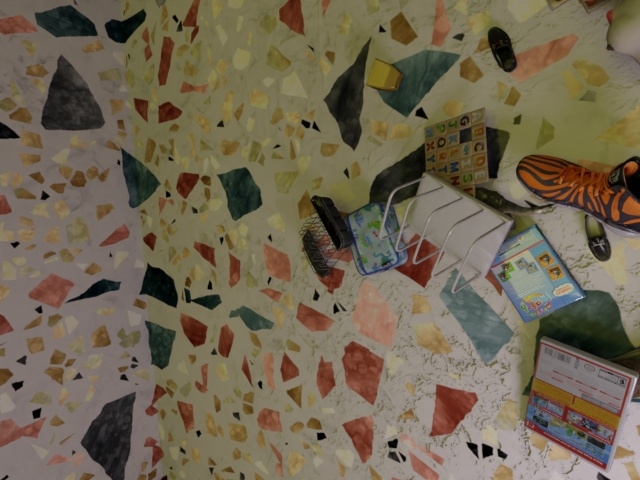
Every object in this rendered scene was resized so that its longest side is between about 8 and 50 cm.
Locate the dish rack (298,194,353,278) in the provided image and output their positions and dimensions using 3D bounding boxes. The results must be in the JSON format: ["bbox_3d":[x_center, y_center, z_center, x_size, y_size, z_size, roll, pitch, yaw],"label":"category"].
[{"bbox_3d":[0.000,0.000,1.426,0.208,0.074,0.271,64,142,25],"label":"dish rack"}]

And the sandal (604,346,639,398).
[{"bbox_3d":[0.706,0.327,0.983,0.303,0.086,0.120,-25,80,35],"label":"sandal"}]

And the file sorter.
[{"bbox_3d":[0.317,-0.024,1.127,0.278,0.173,0.192,40,136,34],"label":"file sorter"}]

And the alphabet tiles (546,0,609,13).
[{"bbox_3d":[0.663,-0.709,0.950,0.343,0.011,0.285,-28,79,35],"label":"alphabet tiles"}]

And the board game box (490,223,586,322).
[{"bbox_3d":[0.552,0.088,1.100,0.160,0.039,0.211,-38,72,33],"label":"board game box"}]

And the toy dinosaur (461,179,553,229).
[{"bbox_3d":[0.467,-0.082,1.111,0.268,0.064,0.118,31,140,44],"label":"toy dinosaur"}]

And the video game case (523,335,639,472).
[{"bbox_3d":[0.625,0.399,1.030,0.204,0.025,0.284,20,119,44],"label":"video game case"}]

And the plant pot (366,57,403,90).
[{"bbox_3d":[0.201,-0.494,1.272,0.083,0.081,0.081,26,110,18],"label":"plant pot"}]

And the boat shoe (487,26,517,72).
[{"bbox_3d":[0.472,-0.503,1.094,0.049,0.042,0.132,-26,78,37],"label":"boat shoe"}]

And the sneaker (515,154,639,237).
[{"bbox_3d":[0.609,-0.138,0.932,0.321,0.180,0.124,30,80,23],"label":"sneaker"}]

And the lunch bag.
[{"bbox_3d":[0.169,-0.003,1.341,0.176,0.090,0.218,-22,81,40],"label":"lunch bag"}]

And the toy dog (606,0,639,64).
[{"bbox_3d":[0.702,-0.542,0.803,0.396,0.284,0.407,8,105,12],"label":"toy dog"}]

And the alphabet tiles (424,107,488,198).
[{"bbox_3d":[0.372,-0.224,1.165,0.198,0.009,0.237,-6,85,53],"label":"alphabet tiles"}]

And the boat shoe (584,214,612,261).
[{"bbox_3d":[0.665,-0.008,1.007,0.046,0.038,0.125,-12,88,37],"label":"boat shoe"}]
